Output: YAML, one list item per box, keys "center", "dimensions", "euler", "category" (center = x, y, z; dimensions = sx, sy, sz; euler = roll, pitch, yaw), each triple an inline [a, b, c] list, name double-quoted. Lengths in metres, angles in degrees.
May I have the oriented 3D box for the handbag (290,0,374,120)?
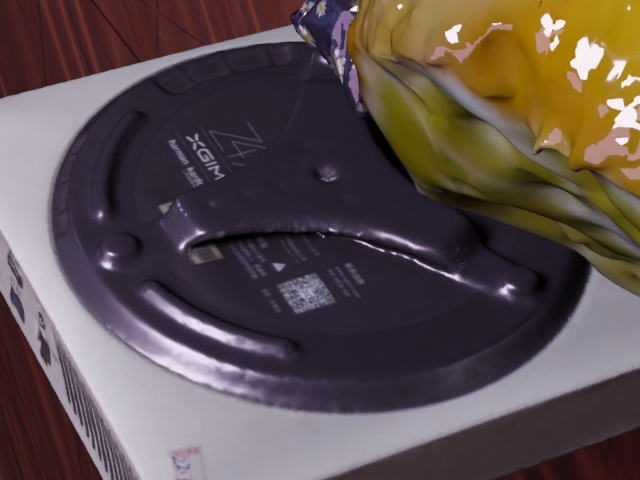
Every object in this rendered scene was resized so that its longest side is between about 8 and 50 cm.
- center: [0.062, -0.127, 0.793]
  dimensions: [0.072, 0.115, 0.139]
  euler: [52, 134, 40]
  category: "handbag"

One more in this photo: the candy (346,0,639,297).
- center: [0.128, -0.021, 0.526]
  dimensions: [0.118, 0.260, 0.260]
  euler: [-59, 34, 3]
  category: "candy"

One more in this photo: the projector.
- center: [0.000, 0.000, 0.806]
  dimensions: [0.257, 0.259, 0.079]
  euler: [53, 150, 39]
  category: "projector"
